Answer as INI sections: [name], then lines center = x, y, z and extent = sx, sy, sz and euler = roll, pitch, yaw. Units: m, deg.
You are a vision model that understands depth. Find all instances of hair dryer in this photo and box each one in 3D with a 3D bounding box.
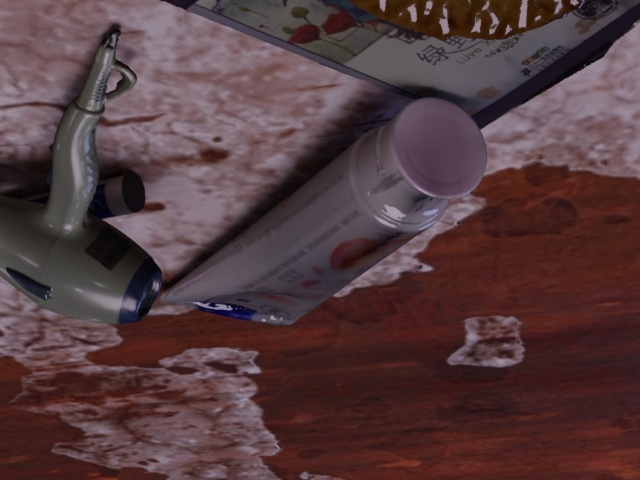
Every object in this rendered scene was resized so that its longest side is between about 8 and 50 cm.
[hair dryer]
center = -0.178, -0.045, 1.110
extent = 0.167, 0.067, 0.199
euler = 11, 129, 17

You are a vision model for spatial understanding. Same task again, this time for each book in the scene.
[book]
center = 0.043, -0.128, 0.983
extent = 0.231, 0.026, 0.157
euler = 20, 145, -31

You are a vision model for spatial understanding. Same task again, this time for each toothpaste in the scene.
[toothpaste]
center = 0.000, 0.000, 1.178
extent = 0.100, 0.066, 0.323
euler = 11, 157, -22

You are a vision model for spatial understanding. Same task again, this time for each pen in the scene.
[pen]
center = -0.205, -0.011, 1.197
extent = 0.204, 0.025, 0.025
euler = -11, 149, 20

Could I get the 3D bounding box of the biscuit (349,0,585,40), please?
[biscuit]
center = 0.053, -0.170, 0.837
extent = 0.187, 0.027, 0.188
euler = 13, 133, 14
